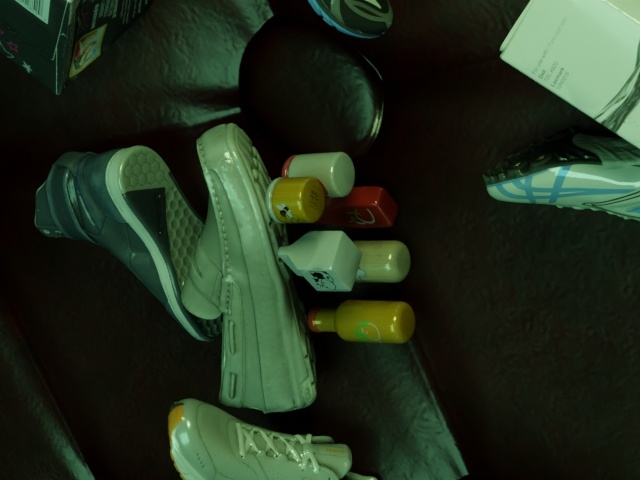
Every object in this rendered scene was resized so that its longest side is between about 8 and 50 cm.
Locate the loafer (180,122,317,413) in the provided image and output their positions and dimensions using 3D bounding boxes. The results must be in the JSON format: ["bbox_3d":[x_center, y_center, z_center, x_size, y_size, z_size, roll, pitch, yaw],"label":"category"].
[{"bbox_3d":[-0.080,0.037,1.528,0.111,0.112,0.319,-10,122,3],"label":"loafer"}]

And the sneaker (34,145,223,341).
[{"bbox_3d":[-0.189,0.003,1.620,0.163,0.086,0.226,-1,126,41],"label":"sneaker"}]

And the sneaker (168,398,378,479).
[{"bbox_3d":[-0.039,0.218,1.625,0.121,0.099,0.262,-29,132,28],"label":"sneaker"}]

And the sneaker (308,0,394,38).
[{"bbox_3d":[0.018,-0.244,1.283,0.078,0.067,0.188,-5,119,32],"label":"sneaker"}]

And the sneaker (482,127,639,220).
[{"bbox_3d":[0.240,-0.047,1.317,0.237,0.085,0.086,-4,115,35],"label":"sneaker"}]

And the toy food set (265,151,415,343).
[{"bbox_3d":[0.000,0.000,1.467,0.104,0.111,0.232,-1,149,33],"label":"toy food set"}]

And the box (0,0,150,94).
[{"bbox_3d":[-0.275,-0.282,1.424,0.247,0.142,0.163,36,152,6],"label":"box"}]

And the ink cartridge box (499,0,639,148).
[{"bbox_3d":[0.265,-0.138,1.192,0.219,0.160,0.092,34,130,8],"label":"ink cartridge box"}]
